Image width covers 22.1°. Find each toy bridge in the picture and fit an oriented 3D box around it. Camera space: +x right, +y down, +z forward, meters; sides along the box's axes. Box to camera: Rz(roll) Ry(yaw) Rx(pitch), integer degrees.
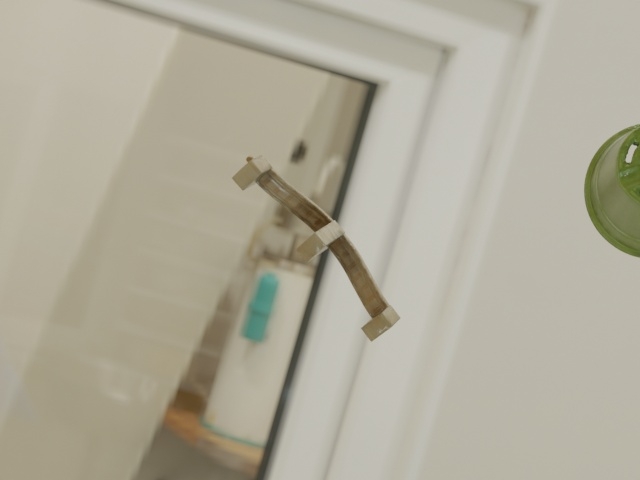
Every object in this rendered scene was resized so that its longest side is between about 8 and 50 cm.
[{"bbox_3d":[0.000,0.000,1.386,0.188,0.026,0.063,50,21,3],"label":"toy bridge"}]

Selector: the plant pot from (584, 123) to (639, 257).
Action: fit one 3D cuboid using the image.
[{"bbox_3d":[0.194,-0.035,0.941,0.083,0.083,0.079,17,-5,10],"label":"plant pot"}]
